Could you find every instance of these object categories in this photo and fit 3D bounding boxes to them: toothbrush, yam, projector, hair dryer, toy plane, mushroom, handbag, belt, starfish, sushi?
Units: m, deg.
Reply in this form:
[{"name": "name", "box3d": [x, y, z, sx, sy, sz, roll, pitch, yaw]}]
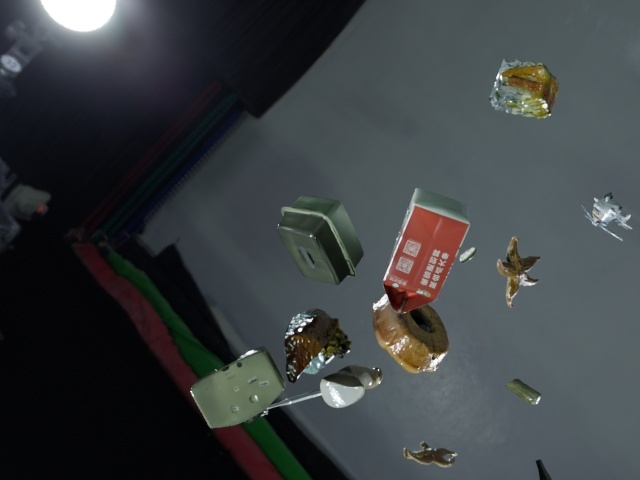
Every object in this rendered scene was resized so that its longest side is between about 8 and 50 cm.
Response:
[{"name": "toothbrush", "box3d": [-0.102, 0.604, 1.940, 0.342, 0.025, 0.030, -3, -156, -44]}, {"name": "yam", "box3d": [0.574, 0.424, 1.451, 0.094, 0.043, 0.043, 36, 176, 42]}, {"name": "projector", "box3d": [-0.250, 0.474, 1.624, 0.193, 0.270, 0.088, 62, -179, -1]}, {"name": "hair dryer", "box3d": [0.568, 0.616, 1.339, 0.083, 0.031, 0.079, 11, -131, -33]}, {"name": "toy plane", "box3d": [0.963, -0.083, 1.672, 0.273, 0.107, 0.182, 16, -148, -23]}, {"name": "mushroom", "box3d": [0.135, 0.568, 2.049, 0.397, 0.178, 0.126, 9, -100, -71]}, {"name": "handbag", "box3d": [0.255, 0.036, 1.289, 0.151, 0.298, 0.171, 19, -157, 5]}, {"name": "belt", "box3d": [-0.037, 0.421, 2.148, 0.207, 0.257, 0.150, 7, -172, 25]}, {"name": "starfish", "box3d": [0.417, 0.805, 1.914, 0.210, 0.053, 0.150, 3, -165, -21]}, {"name": "sushi", "box3d": [0.642, -0.478, 1.622, 0.184, 0.139, 0.274, 19, 179, 32]}, {"name": "sushi", "box3d": [-0.016, 0.351, 1.737, 0.179, 0.167, 0.296, 51, -160, 4]}, {"name": "starfish", "box3d": [0.654, 0.107, 1.701, 0.227, 0.240, 0.043, 2, -170, -29]}]

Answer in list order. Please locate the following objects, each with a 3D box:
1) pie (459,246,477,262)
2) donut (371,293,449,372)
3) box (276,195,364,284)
[{"name": "pie", "box3d": [0.606, 0.059, 2.104, 0.017, 0.085, 0.085, 45, -177, -12]}, {"name": "donut", "box3d": [0.318, 0.319, 1.830, 0.299, 0.150, 0.317, -7, -129, -52]}, {"name": "box", "box3d": [0.000, 0.000, 1.677, 0.221, 0.166, 0.290, 11, 141, 40]}]
